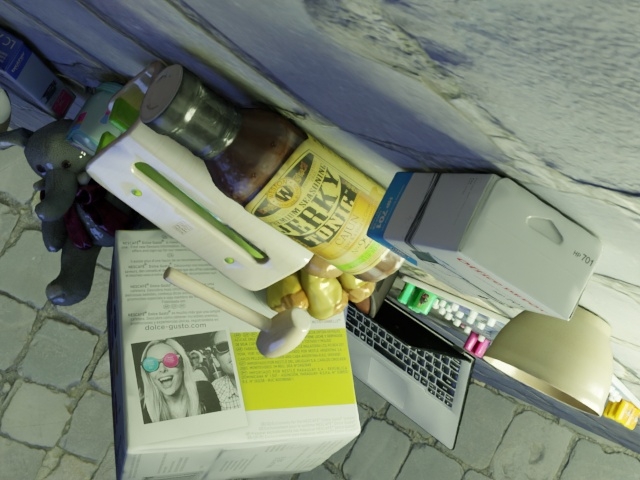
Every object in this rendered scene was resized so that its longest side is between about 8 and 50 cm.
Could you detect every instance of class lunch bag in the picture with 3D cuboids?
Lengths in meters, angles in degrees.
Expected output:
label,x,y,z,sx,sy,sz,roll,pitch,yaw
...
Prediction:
label,x,y,z,sx,sy,sz,roll,pitch,yaw
lunch bag,-0.232,-0.127,1.361,0.279,0.108,0.224,31,176,-18

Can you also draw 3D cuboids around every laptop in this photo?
label,x,y,z,sx,sy,sz,roll,pitch,yaw
laptop,0.099,0.234,1.957,0.236,0.408,0.382,-23,-137,-36

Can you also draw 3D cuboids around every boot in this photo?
label,x,y,z,sx,sy,sz,roll,pitch,yaw
boot,-0.008,0.025,1.662,0.280,0.096,0.264,27,174,14

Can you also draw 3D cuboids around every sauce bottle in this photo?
label,x,y,z,sx,sy,sz,roll,pitch,yaw
sauce bottle,-0.041,-0.068,1.015,0.344,0.111,0.111,31,173,-34

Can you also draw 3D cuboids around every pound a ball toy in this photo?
label,x,y,z,sx,sy,sz,roll,pitch,yaw
pound a ball toy,-0.109,-0.034,1.088,0.135,0.208,0.319,-31,126,31

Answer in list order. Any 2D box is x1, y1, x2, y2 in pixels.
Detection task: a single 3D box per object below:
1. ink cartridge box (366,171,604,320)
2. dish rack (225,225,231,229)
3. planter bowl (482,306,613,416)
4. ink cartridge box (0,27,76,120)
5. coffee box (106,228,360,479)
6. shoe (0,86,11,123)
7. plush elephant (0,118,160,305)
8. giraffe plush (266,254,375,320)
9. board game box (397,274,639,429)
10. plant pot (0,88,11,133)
label,x,y,z,sx,sy,sz,roll,pitch,yaw
ink cartridge box,0.150,0.000,0.893,0.139,0.082,0.190,31,174,-20
dish rack,-0.209,-0.050,1.826,0.271,0.074,0.208,24,-168,-7
planter bowl,0.304,0.138,1.190,0.162,0.109,0.162,28,173,4
ink cartridge box,-0.510,-0.290,1.443,0.185,0.065,0.311,30,176,7
coffee box,-0.159,0.190,1.490,0.338,0.334,0.337,-2,157,-16
shoe,-0.580,-0.258,1.502,0.081,0.063,0.178,27,168,45
plush elephant,-0.400,-0.091,1.575,0.271,0.330,0.255,-12,154,23
giraffe plush,0.000,0.000,1.315,0.210,0.181,0.170,63,161,3
board game box,0.371,0.210,1.719,0.390,0.050,0.390,23,172,38
plant pot,-0.713,-0.288,1.649,0.256,0.256,0.274,27,158,10
